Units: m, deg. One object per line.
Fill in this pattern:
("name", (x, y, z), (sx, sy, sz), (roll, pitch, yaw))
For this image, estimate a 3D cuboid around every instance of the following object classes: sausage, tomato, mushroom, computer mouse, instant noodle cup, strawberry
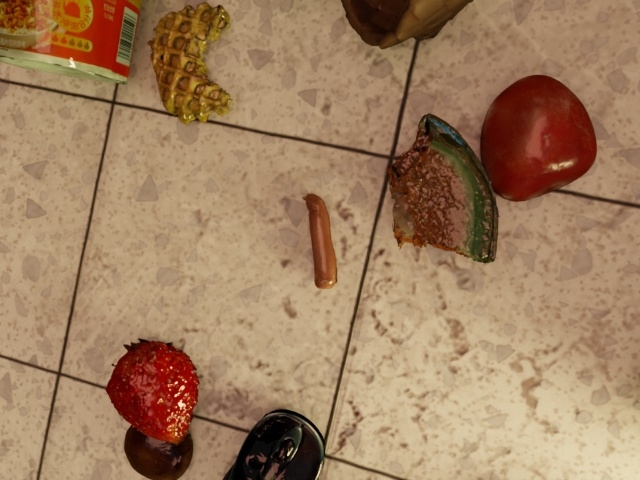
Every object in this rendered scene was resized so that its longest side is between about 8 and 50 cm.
("sausage", (0.000, 0.000, 0.823), (0.042, 0.036, 0.158), (-10, 88, -1))
("tomato", (0.312, -0.153, 0.742), (0.166, 0.082, 0.174), (-22, 89, 11))
("mushroom", (-0.278, 0.355, 0.869), (0.123, 0.052, 0.123), (1, 93, 12))
("computer mouse", (-0.085, 0.384, 0.811), (0.137, 0.096, 0.233), (27, 96, 9))
("instant noodle cup", (-0.404, -0.419, 0.792), (0.294, 0.294, 0.308), (10, 99, 10))
("strawberry", (-0.276, 0.249, 0.836), (0.146, 0.082, 0.187), (-29, 77, -1))

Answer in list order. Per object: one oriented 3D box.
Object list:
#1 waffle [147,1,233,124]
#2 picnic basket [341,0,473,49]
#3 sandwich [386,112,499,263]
("waffle", (-0.210, -0.295, 0.852), (0.149, 0.051, 0.194), (-13, 88, 12))
("picnic basket", (0.036, -0.419, 0.662), (0.337, 0.293, 0.337), (2, 82, -15))
("sandwich", (0.181, -0.076, 0.767), (0.159, 0.079, 0.235), (-5, 90, 10))
